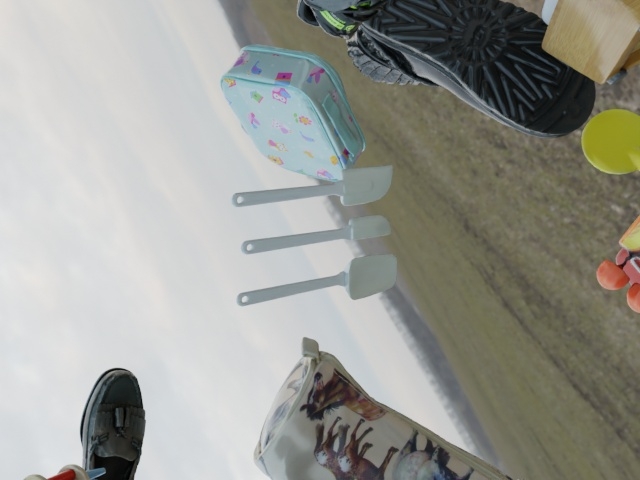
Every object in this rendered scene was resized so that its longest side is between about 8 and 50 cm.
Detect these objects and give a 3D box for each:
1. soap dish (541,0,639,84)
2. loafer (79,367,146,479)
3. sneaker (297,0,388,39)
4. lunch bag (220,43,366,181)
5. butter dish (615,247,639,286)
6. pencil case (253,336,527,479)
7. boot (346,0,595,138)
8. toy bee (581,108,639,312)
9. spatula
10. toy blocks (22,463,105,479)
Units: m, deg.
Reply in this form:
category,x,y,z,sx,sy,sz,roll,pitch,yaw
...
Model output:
category,x,y,z,sx,sy,sz,roll,pitch,yaw
soap dish,0.379,-0.287,0.829,0.118,0.291,0.229,61,-177,10
loafer,-0.290,0.316,1.145,0.096,0.267,0.084,13,173,-32
sneaker,0.034,-0.182,0.586,0.067,0.078,0.188,21,-178,-25
lunch bag,-0.039,-0.232,1.518,0.224,0.107,0.279,13,153,31
butter dish,0.528,0.031,1.140,0.118,0.160,0.160,5,-139,-33
pencil case,0.110,0.290,0.977,0.410,0.183,0.160,33,-177,0
boot,0.192,-0.245,1.123,0.348,0.131,0.260,34,178,3
toy bee,0.264,-0.031,0.594,0.298,0.162,0.195,16,-153,-48
spatula,0.000,0.000,1.003,0.019,0.242,0.168,18,113,51
toy blocks,-0.290,0.296,0.850,0.054,0.123,0.148,27,-169,27
